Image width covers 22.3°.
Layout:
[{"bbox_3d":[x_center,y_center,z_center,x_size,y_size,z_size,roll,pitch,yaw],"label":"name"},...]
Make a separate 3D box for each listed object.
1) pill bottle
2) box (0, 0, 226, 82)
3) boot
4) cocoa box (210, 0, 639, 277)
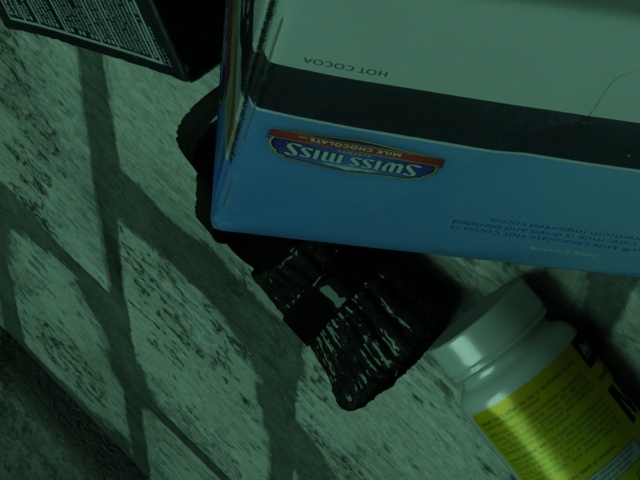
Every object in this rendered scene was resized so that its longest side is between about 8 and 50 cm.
[{"bbox_3d":[0.192,0.142,1.341,0.208,0.119,0.119,51,157,-2],"label":"pill bottle"},{"bbox_3d":[-0.170,-0.311,1.251,0.294,0.183,0.296,21,141,48],"label":"box"},{"bbox_3d":[0.003,-0.002,1.449,0.260,0.131,0.348,52,169,16],"label":"boot"},{"bbox_3d":[0.140,-0.126,0.693,0.347,0.231,0.228,7,157,-8],"label":"cocoa box"}]
